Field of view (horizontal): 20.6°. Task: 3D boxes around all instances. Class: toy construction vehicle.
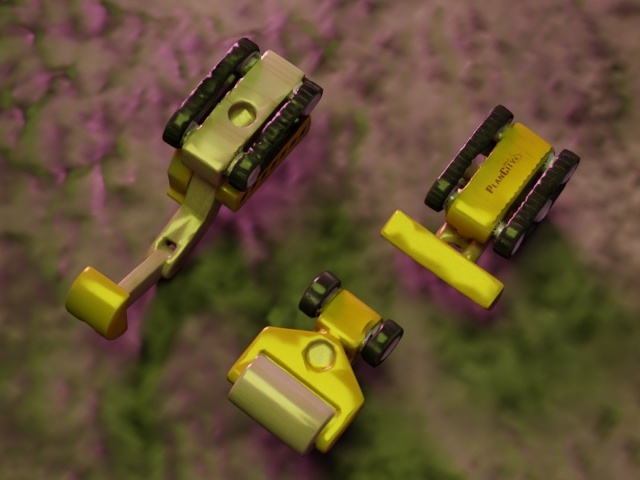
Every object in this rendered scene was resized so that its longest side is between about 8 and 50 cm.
[{"bbox_3d":[0.000,0.000,0.416,0.086,0.035,0.098,33,68,10],"label":"toy construction vehicle"}]
